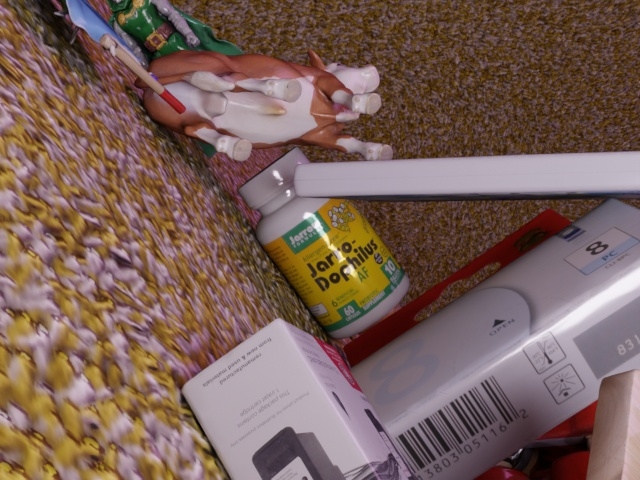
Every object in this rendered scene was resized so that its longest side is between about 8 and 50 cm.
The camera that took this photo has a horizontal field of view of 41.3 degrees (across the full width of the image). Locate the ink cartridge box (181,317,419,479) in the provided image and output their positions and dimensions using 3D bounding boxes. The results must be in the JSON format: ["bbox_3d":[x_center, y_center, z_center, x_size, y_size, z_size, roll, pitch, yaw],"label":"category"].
[{"bbox_3d":[0.009,0.124,0.423,0.150,0.063,0.109,56,4,21],"label":"ink cartridge box"}]

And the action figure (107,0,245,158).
[{"bbox_3d":[-0.168,-0.216,0.992,0.232,0.137,0.063,45,19,-12],"label":"action figure"}]

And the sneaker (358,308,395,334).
[{"bbox_3d":[0.018,-0.001,1.253,0.131,0.112,0.296,50,5,-42],"label":"sneaker"}]

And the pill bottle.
[{"bbox_3d":[0.000,0.000,0.975,0.208,0.117,0.117,54,4,-8],"label":"pill bottle"}]

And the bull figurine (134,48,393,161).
[{"bbox_3d":[-0.035,-0.144,0.898,0.188,0.310,0.101,28,-62,47],"label":"bull figurine"}]

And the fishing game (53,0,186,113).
[{"bbox_3d":[-0.220,-0.204,0.688,0.264,0.041,0.189,47,1,19],"label":"fishing game"}]

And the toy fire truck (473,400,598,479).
[{"bbox_3d":[0.264,0.229,0.949,0.254,0.302,0.169,40,44,-46],"label":"toy fire truck"}]

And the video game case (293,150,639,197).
[{"bbox_3d":[0.178,-0.059,0.869,0.300,0.329,0.036,-5,94,-70],"label":"video game case"}]

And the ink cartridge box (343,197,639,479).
[{"bbox_3d":[0.150,0.063,0.823,0.091,0.308,0.385,55,3,-15],"label":"ink cartridge box"}]

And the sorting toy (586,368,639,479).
[{"bbox_3d":[0.238,0.228,0.422,0.257,0.089,0.255,47,41,-15],"label":"sorting toy"}]
